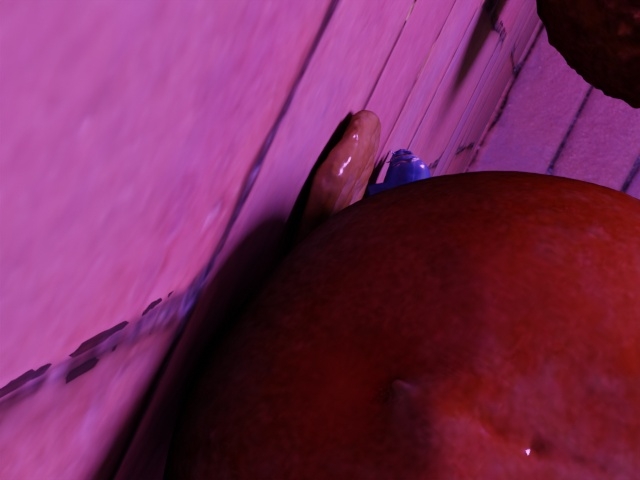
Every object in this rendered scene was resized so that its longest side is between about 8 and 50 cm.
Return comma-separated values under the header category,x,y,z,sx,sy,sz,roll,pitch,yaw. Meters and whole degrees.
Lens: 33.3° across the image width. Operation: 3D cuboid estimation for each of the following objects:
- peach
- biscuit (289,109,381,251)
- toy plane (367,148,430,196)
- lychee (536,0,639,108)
category,x,y,z,sx,sy,sz,roll,pitch,yaw
peach,0.058,0.093,0.409,0.252,0.252,0.252,-62,173,-13
biscuit,0.000,0.000,0.498,0.071,0.018,0.147,-58,170,-40
toy plane,0.050,-0.016,0.713,0.167,0.054,0.062,101,-8,-65
lychee,0.284,-0.235,0.852,0.260,0.261,0.260,-62,173,-13
